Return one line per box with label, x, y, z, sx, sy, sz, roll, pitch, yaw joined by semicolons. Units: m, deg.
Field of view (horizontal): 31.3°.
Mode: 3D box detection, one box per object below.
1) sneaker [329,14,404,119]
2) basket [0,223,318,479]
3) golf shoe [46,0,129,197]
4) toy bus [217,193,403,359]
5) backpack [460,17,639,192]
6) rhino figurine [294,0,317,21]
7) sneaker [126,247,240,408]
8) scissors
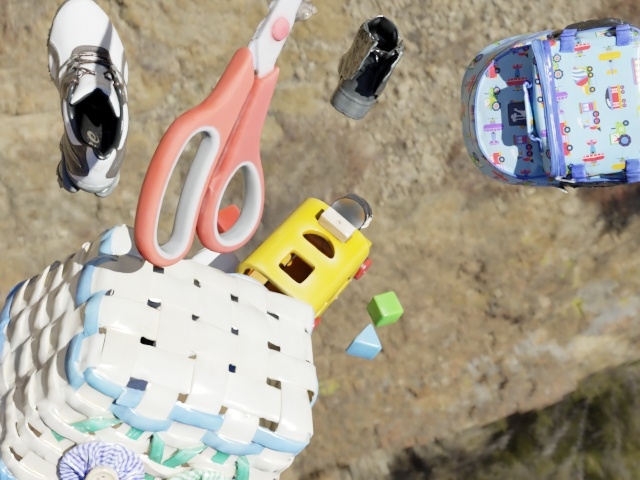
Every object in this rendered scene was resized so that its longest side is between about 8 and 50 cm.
sneaker;0.050;-0.170;1.059;0.051;0.170;0.089;27;119;-5
basket;-0.157;0.134;0.875;0.254;0.201;0.289;22;140;-25
golf shoe;-0.204;-0.142;1.040;0.077;0.198;0.094;-3;165;-23
toy bus;-0.002;0.010;1.164;0.191;0.202;0.104;1;149;-21
backpack;0.215;-0.123;1.062;0.173;0.158;0.117;-2;-173;13
rhino figurine;0.047;-0.312;1.081;0.243;0.073;0.106;-33;120;-12
sneaker;-0.149;0.083;1.136;0.212;0.080;0.094;-52;171;-21
scissors;-0.041;-0.120;0.719;0.109;0.021;0.297;6;107;-51
